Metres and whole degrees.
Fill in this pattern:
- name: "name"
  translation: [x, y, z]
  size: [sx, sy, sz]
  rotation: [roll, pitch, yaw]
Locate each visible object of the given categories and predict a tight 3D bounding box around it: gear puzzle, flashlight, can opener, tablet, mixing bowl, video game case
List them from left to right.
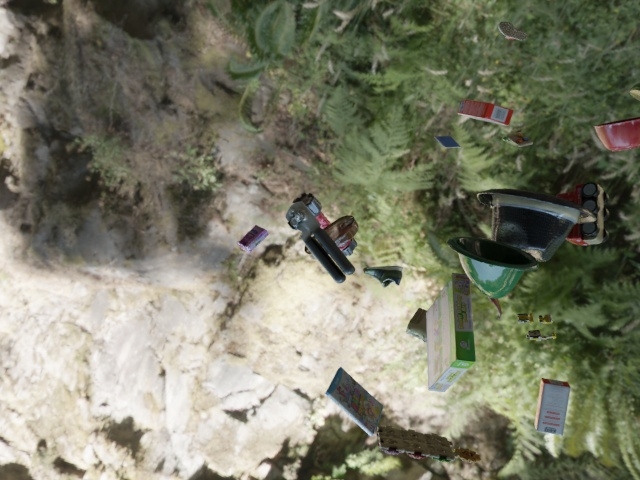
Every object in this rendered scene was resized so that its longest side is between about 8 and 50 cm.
- name: "can opener"
  translation: [0.000, 0.000, 1.630]
  size: [0.280, 0.074, 0.093]
  rotation: [52, -161, 21]
- name: "flashlight"
  translation: [0.024, -0.056, 2.121]
  size: [0.304, 0.103, 0.103]
  rotation: [50, -175, -39]
- name: "video game case"
  translation: [0.094, 0.433, 1.536]
  size: [0.166, 0.015, 0.119]
  rotation: [43, -150, -1]
- name: "gear puzzle"
  translation: [0.350, 0.678, 1.844]
  size: [0.339, 0.044, 0.175]
  rotation: [9, -175, 1]
- name: "tablet"
  translation: [0.388, -0.301, 1.731]
  size: [0.083, 0.006, 0.054]
  rotation: [-10, -127, -42]
- name: "mixing bowl"
  translation: [1.038, -0.361, 1.936]
  size: [0.181, 0.098, 0.181]
  rotation: [-12, -172, 2]

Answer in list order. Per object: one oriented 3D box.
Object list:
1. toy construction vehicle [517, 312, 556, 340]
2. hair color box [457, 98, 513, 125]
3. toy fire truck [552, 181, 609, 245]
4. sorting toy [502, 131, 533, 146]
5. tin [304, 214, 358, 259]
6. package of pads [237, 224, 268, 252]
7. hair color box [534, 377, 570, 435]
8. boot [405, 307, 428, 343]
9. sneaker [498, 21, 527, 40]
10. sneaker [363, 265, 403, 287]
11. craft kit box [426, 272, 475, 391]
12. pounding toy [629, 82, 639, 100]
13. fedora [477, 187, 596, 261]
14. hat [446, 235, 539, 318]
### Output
- name: "toy construction vehicle"
  translation: [0.645, 0.259, 1.695]
  size: [0.098, 0.035, 0.086]
  rotation: [-7, -130, 10]
- name: "hair color box"
  translation: [0.517, -0.405, 1.786]
  size: [0.093, 0.053, 0.167]
  rotation: [11, -165, -19]
- name: "toy fire truck"
  translation: [0.900, -0.096, 2.077]
  size: [0.158, 0.217, 0.246]
  rotation: [19, 163, -42]
- name: "sorting toy"
  translation: [0.589, -0.303, 1.700]
  size: [0.083, 0.012, 0.062]
  rotation: [-15, -133, -23]
- name: "tin"
  translation: [0.035, -0.009, 1.791]
  size: [0.040, 0.190, 0.106]
  rotation: [51, -171, -33]
- name: "package of pads"
  translation: [-0.197, -0.006, 1.655]
  size: [0.050, 0.083, 0.032]
  rotation: [23, 150, 43]
- name: "hair color box"
  translation: [0.632, 0.453, 1.546]
  size: [0.072, 0.141, 0.043]
  rotation: [8, -172, 11]
- name: "boot"
  translation: [0.407, 0.383, 2.095]
  size: [0.203, 0.262, 0.095]
  rotation: [14, 156, 26]
- name: "sneaker"
  translation: [0.638, -0.714, 1.929]
  size: [0.118, 0.042, 0.067]
  rotation: [14, -160, -26]
- name: "sneaker"
  translation: [0.253, 0.152, 2.339]
  size: [0.192, 0.086, 0.064]
  rotation: [-6, 166, 40]
- name: "craft kit box"
  translation: [0.350, 0.256, 1.552]
  size: [0.061, 0.249, 0.246]
  rotation: [7, 147, -1]
- name: "pounding toy"
  translation: [1.153, -0.508, 1.875]
  size: [0.183, 0.110, 0.237]
  rotation: [25, -168, -2]
- name: "fedora"
  translation: [0.554, -0.031, 1.505]
  size: [0.334, 0.152, 0.334]
  rotation: [14, 180, 0]
- name: "hat"
  translation: [0.333, 0.105, 1.144]
  size: [0.209, 0.183, 0.173]
  rotation: [8, -162, -14]
